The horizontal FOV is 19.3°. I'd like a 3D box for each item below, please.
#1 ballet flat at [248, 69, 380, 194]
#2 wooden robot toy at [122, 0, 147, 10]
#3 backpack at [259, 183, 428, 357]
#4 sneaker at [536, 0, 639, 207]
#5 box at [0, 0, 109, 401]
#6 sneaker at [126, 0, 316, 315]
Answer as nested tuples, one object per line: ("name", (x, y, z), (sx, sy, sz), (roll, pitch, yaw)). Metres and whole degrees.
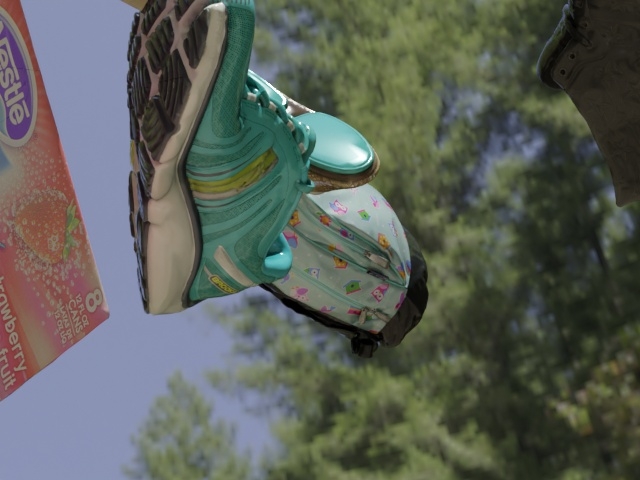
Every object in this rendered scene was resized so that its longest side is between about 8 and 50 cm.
("ballet flat", (-0.029, -0.076, 1.477), (0.073, 0.206, 0.067), (-21, -48, -33))
("wooden robot toy", (-0.136, -0.196, 0.958), (0.076, 0.079, 0.173), (-35, -76, 8))
("backpack", (0.000, 0.000, 1.600), (0.182, 0.152, 0.115), (29, -73, -31))
("sneaker", (0.136, -0.106, 0.925), (0.089, 0.051, 0.170), (-33, -74, 24))
("box", (-0.233, -0.066, 0.916), (0.154, 0.142, 0.300), (3, -62, 35))
("sneaker", (-0.057, -0.061, 1.099), (0.110, 0.107, 0.275), (-7, -34, -10))
